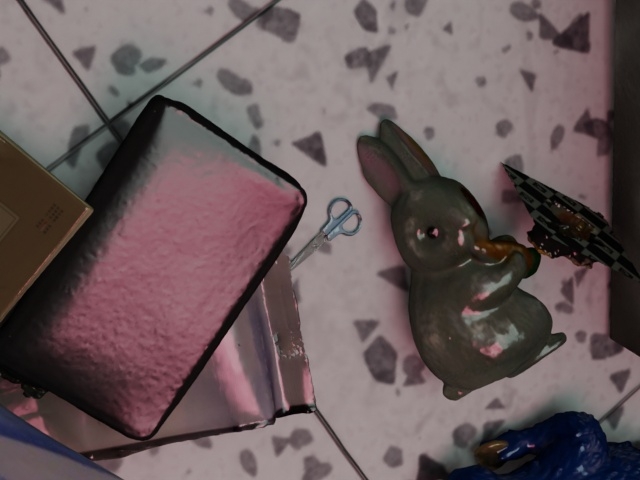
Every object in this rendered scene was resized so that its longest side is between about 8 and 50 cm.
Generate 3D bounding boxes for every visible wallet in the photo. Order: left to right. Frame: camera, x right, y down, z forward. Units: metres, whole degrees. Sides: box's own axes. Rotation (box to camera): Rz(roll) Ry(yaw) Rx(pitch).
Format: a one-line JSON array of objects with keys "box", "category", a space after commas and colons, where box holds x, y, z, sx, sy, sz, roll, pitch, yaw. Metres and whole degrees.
[{"box": [-0.128, 0.028, 1.005, 0.149, 0.044, 0.250, 32, 95, -14], "category": "wallet"}]

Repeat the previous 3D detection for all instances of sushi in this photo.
[{"box": [0.211, -0.007, 1.167, 0.120, 0.126, 0.026, 25, 114, -21], "category": "sushi"}]

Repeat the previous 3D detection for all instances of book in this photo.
[{"box": [-0.281, -0.034, 0.961, 0.199, 0.016, 0.138, 40, 95, -4], "category": "book"}]

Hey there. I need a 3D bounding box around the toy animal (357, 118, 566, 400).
[{"box": [0.108, 0.016, 1.123, 0.138, 0.108, 0.236, -39, 109, -13], "category": "toy animal"}]

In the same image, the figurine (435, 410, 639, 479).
[{"box": [0.225, 0.237, 1.194, 0.262, 0.121, 0.164, -5, 102, -20], "category": "figurine"}]

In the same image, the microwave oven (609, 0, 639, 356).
[{"box": [0.402, -0.095, 1.093, 0.236, 0.374, 0.432, -4, 103, -12], "category": "microwave oven"}]

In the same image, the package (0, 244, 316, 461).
[{"box": [-0.139, 0.067, 1.061, 0.251, 0.062, 0.203, -11, 102, -8], "category": "package"}]

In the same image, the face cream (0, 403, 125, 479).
[{"box": [-0.323, 0.164, 0.884, 0.420, 0.137, 0.234, 33, 85, 3], "category": "face cream"}]

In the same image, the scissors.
[{"box": [0.000, 0.000, 1.132, 0.083, 0.006, 0.036, -44, 112, -12], "category": "scissors"}]
